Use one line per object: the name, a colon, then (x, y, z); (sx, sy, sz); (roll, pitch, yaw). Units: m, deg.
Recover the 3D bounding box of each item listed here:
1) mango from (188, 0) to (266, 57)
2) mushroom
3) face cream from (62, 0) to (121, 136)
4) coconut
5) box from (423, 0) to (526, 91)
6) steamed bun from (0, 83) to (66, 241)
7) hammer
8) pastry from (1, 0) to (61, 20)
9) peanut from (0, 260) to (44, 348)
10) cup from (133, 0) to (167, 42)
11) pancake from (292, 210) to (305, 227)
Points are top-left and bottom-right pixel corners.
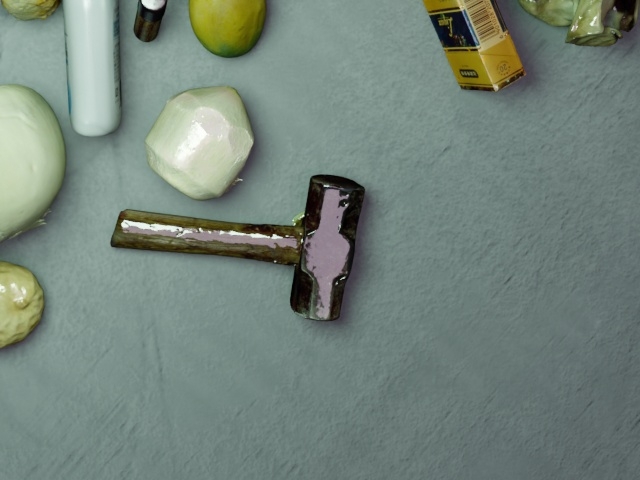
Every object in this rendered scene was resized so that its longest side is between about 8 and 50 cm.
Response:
mango: (-0.140, -0.353, 1.403); (0.092, 0.195, 0.130); (40, 86, 17)
mushroom: (0.451, -0.468, 1.549); (0.217, 0.212, 0.292); (-9, 93, -56)
face cream: (-0.339, -0.332, 1.343); (0.080, 0.163, 0.337); (-1, 112, -10)
coconut: (-0.182, -0.161, 1.442); (0.171, 0.171, 0.183); (38, 93, -17)
box: (0.240, -0.367, 1.498); (0.070, 0.152, 0.237); (-27, 107, -7)
steamed bun: (-0.535, -0.091, 1.300); (0.333, 0.312, 0.233); (-13, 102, -2)
hammer: (-0.142, -0.006, 1.519); (0.408, 0.095, 0.243); (7, 106, -4)
pastry: (-0.422, -0.423, 1.324); (0.093, 0.182, 0.193); (-2, 91, -9)
peanut: (-0.518, 0.104, 1.445); (0.159, 0.109, 0.140); (-33, 135, 7)
cup: (-0.225, -0.433, 1.365); (0.166, 0.177, 0.239); (-15, 105, -10)
pancake: (0.005, -0.003, 1.590); (0.116, 0.022, 0.130); (-27, 111, -6)
